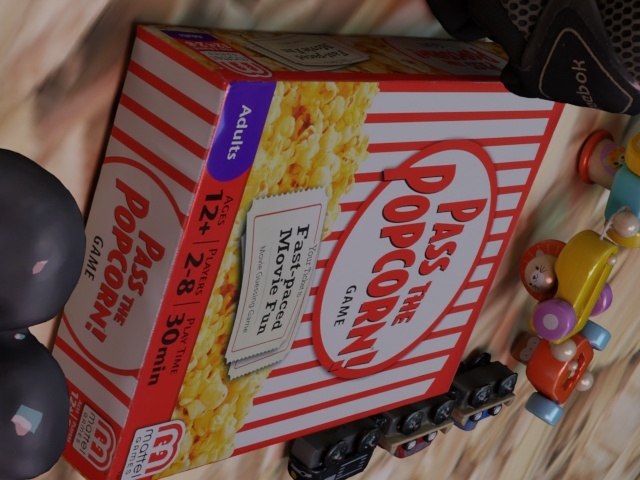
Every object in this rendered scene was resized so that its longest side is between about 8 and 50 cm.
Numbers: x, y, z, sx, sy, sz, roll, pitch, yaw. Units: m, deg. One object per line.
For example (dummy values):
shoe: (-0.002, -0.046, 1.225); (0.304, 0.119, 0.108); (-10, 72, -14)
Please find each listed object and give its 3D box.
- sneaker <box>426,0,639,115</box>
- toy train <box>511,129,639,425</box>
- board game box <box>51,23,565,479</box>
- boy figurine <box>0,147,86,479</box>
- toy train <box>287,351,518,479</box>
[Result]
sneaker: (0.104, -0.141, 0.475); (0.087, 0.130, 0.227); (51, 48, -51)
toy train: (0.136, 0.009, 0.672); (0.166, 0.046, 0.125); (-59, 157, 0)
board game box: (0.000, 0.000, 0.484); (0.193, 0.045, 0.146); (-9, 124, -49)
boy figurine: (-0.147, 0.051, 0.219); (0.285, 0.092, 0.177); (-43, 147, -63)
toy train: (0.043, 0.085, 0.628); (0.158, 0.027, 0.036); (-13, 131, -46)
